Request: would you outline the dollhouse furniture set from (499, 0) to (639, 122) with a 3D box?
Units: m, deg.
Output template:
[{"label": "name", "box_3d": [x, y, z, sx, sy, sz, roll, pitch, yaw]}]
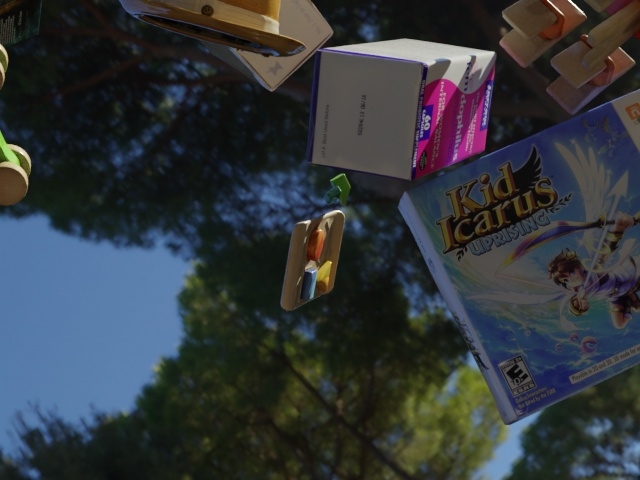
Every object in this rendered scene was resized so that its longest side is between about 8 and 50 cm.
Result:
[{"label": "dollhouse furniture set", "box_3d": [0.299, -0.220, 1.152, 0.135, 0.259, 0.262, -38, -20, -10]}]

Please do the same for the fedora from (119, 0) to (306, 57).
[{"label": "fedora", "box_3d": [-0.101, -0.239, 1.202, 0.194, 0.194, 0.079, 13, -87, -45]}]

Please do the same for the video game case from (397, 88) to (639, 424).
[{"label": "video game case", "box_3d": [0.249, 0.012, 1.191, 0.269, 0.244, 0.061, -24, -13, -8]}]

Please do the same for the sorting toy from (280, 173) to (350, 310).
[{"label": "sorting toy", "box_3d": [0.000, 0.000, 0.762, 0.062, 0.012, 0.083, -17, -60, -62]}]

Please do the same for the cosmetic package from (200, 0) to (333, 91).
[{"label": "cosmetic package", "box_3d": [-0.115, -0.311, 1.585, 0.113, 0.309, 0.160, -43, -64, -3]}]

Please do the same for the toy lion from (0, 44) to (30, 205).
[{"label": "toy lion", "box_3d": [-0.208, -0.063, 0.639, 0.096, 0.034, 0.100, -9, -61, -5]}]

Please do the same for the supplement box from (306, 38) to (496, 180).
[{"label": "supplement box", "box_3d": [0.086, -0.136, 1.215, 0.220, 0.113, 0.111, -26, -56, -63]}]

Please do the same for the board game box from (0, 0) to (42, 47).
[{"label": "board game box", "box_3d": [-0.389, -0.301, 1.464, 0.126, 0.026, 0.186, -32, -22, -35]}]
